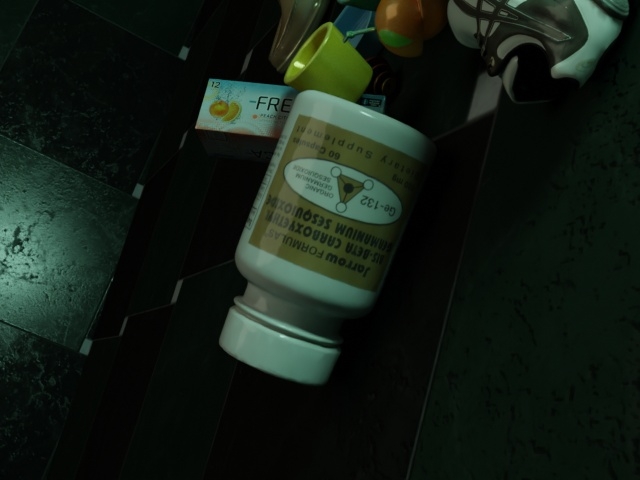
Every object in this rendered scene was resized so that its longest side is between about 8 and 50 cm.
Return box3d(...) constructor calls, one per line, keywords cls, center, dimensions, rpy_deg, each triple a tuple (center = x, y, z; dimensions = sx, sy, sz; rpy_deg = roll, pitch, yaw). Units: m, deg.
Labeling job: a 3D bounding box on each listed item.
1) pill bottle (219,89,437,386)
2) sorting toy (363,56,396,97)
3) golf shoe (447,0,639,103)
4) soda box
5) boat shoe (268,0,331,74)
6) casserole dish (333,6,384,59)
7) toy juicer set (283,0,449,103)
box3d(cls="pill bottle", center=(0.000, 0.000, 0.739), dimensions=(0.229, 0.131, 0.131), rpy_deg=(-68, 19, 3))
box3d(cls="sorting toy", center=(0.047, -0.141, 0.893), dimensions=(0.042, 0.061, 0.102), rpy_deg=(35, 111, 41))
box3d(cls="golf shoe", center=(0.134, -0.143, 0.603), dimensions=(0.094, 0.077, 0.198), rpy_deg=(-70, 17, 0))
box3d(cls="soda box", center=(-0.027, -0.112, 0.853), dimensions=(0.058, 0.183, 0.063), rpy_deg=(74, -154, -65))
box3d(cls="boat shoe", center=(-0.034, -0.401, 1.306), dimensions=(0.109, 0.098, 0.302), rpy_deg=(-6, 65, 69))
box3d(cls="casserole dish", center=(0.037, -0.233, 1.032), dimensions=(0.188, 0.037, 0.114), rpy_deg=(-44, 31, 50))
box3d(cls="toy juicer set", center=(0.086, -0.282, 0.784), dimensions=(0.209, 0.089, 0.329), rpy_deg=(-21, 38, 57))
